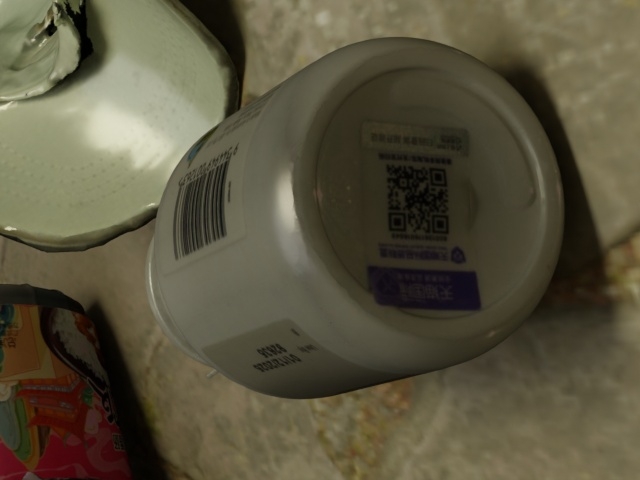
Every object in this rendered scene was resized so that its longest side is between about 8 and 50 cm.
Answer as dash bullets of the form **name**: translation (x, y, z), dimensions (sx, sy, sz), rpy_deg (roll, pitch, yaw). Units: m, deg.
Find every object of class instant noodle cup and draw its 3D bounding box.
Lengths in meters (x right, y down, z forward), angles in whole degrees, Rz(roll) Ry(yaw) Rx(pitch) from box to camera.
- **instant noodle cup**: translation (-0.237, 0.137, 1.241), dimensions (0.302, 0.258, 0.181), rpy_deg (-18, 71, 21)

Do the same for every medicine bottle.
- **medicine bottle**: translation (0.000, 0.000, 0.792), dimensions (0.215, 0.135, 0.135), rpy_deg (-23, 85, 64)

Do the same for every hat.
- **hat**: translation (-0.160, -0.148, 1.044), dimensions (0.301, 0.168, 0.257), rpy_deg (35, 127, 16)
